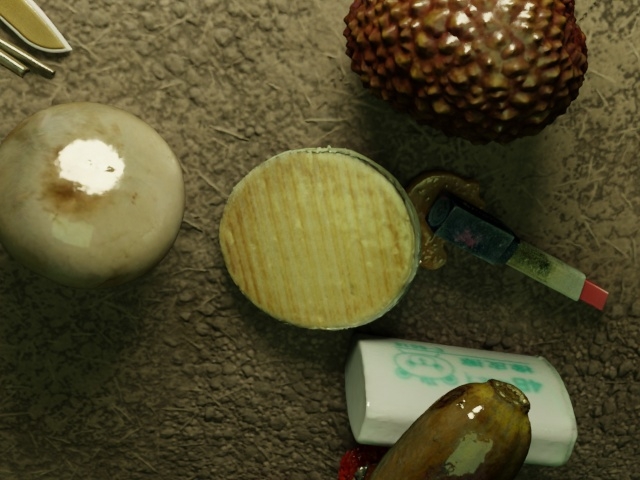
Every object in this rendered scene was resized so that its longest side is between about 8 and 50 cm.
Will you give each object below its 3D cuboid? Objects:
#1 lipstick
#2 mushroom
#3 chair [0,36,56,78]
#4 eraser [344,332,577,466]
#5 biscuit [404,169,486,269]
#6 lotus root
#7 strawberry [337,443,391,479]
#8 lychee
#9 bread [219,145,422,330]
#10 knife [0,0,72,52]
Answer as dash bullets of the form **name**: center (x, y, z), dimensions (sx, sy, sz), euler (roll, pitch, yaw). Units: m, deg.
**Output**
- **lipstick**: center (0.282, 0.024, 1.047), dimensions (0.312, 0.051, 0.051), euler (25, 109, -22)
- **mushroom**: center (-0.275, -0.051, 0.917), dimensions (0.226, 0.226, 0.178), euler (32, 149, -17)
- **chair**: center (-0.464, -0.193, 0.837), dimensions (0.272, 0.166, 0.188), euler (32, 94, -13)
- **eraser**: center (0.186, 0.216, 1.066), dimensions (0.290, 0.189, 0.104), euler (8, 119, -7)
- **biscuit**: center (0.130, -0.022, 1.042), dimensions (0.133, 0.027, 0.184), euler (28, 108, -16)
- **lotus root**: center (0.151, 0.266, 0.917), dimensions (0.124, 0.123, 0.241), euler (28, 114, -25)
- **strawberry**: center (0.095, 0.357, 1.179), dimensions (0.145, 0.086, 0.145), euler (-1, 116, -2)
- **lychee**: center (0.153, -0.229, 0.844), dimensions (0.271, 0.271, 0.271), euler (-2, 114, -3)
- **bread**: center (0.000, 0.000, 1.015), dimensions (0.267, 0.040, 0.267), euler (3, 111, 7)
- **knife**: center (-0.391, -0.304, 0.881), dimensions (0.046, 0.022, 0.256), euler (-43, 110, 10)
